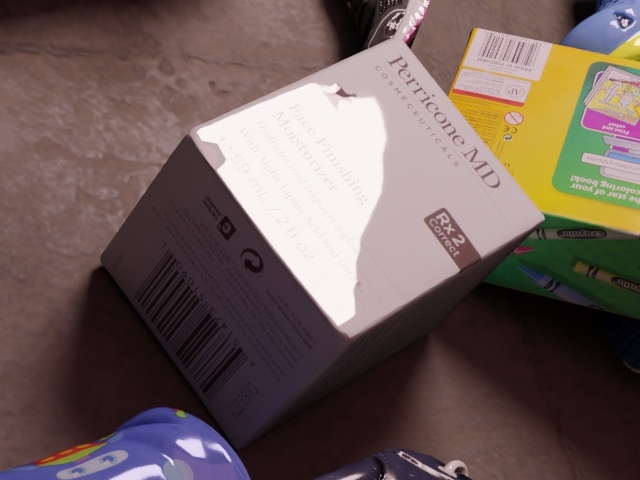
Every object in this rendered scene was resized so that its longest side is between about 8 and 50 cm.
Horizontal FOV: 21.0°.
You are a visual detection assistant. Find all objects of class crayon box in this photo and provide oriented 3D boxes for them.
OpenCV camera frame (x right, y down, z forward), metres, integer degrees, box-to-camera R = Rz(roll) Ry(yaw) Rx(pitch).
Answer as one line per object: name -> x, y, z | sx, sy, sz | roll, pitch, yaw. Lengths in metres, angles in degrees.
crayon box -> 0.211, -0.036, 1.154 | 0.278, 0.081, 0.165 | 14, 49, 12

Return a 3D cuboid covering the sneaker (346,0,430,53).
sneaker -> 0.040, -0.184, 1.250 | 0.077, 0.072, 0.178 | 17, 44, -3

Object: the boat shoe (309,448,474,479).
boat shoe -> 0.115, 0.183, 1.000 | 0.340, 0.127, 0.158 | -7, 55, -35

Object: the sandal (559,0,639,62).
sandal -> 0.255, -0.188, 1.335 | 0.138, 0.126, 0.317 | 45, 41, 9

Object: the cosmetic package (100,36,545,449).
cosmetic package -> 0.000, 0.000, 1.038 | 0.184, 0.151, 0.151 | -30, 78, -39

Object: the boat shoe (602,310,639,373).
boat shoe -> 0.239, 0.015, 1.217 | 0.066, 0.066, 0.183 | 14, 54, -22

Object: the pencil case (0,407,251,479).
pencil case -> -0.177, 0.170, 0.850 | 0.306, 0.119, 0.133 | -15, 25, -35
